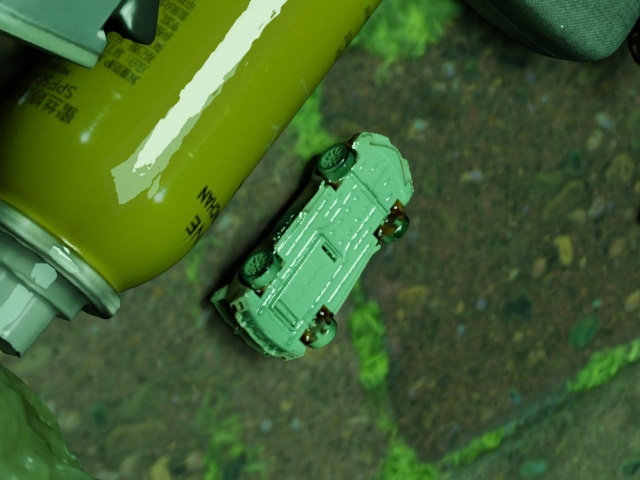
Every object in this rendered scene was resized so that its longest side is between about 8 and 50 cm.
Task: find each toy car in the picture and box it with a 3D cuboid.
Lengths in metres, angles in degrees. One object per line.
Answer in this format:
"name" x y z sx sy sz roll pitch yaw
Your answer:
"toy car" 0.000 0.000 0.932 0.059 0.035 0.122 48 66 -33

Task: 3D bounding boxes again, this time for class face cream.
"face cream" -0.043 -0.098 0.835 0.348 0.105 0.105 -53 124 -12

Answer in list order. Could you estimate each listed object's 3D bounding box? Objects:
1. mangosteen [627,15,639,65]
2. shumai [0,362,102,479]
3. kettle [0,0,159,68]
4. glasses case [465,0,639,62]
"mangosteen" 0.293 -0.165 0.985 0.289 0.231 0.231 -19 112 -15
"shumai" -0.148 0.175 0.752 0.189 0.218 0.256 -35 137 -32
"kettle" -0.123 -0.207 0.737 0.210 0.160 0.243 23 90 -11
"glasses case" 0.170 -0.251 0.961 0.131 0.074 0.323 38 80 -34
